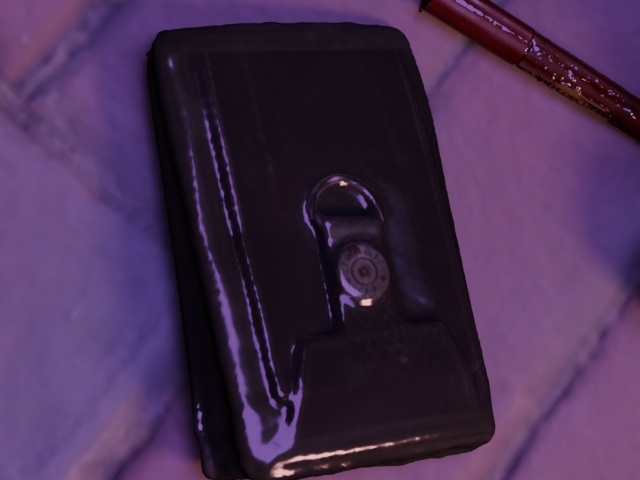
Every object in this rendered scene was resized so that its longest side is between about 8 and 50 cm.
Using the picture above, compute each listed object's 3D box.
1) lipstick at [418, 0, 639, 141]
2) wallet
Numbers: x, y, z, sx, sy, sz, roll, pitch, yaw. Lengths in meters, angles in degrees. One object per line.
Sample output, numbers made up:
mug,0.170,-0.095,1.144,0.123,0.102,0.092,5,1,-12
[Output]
lipstick,0.136,-0.099,1.025,0.176,0.027,0.027,30,71,-14
wallet,0.000,0.000,0.944,0.168,0.052,0.245,-6,79,-25
